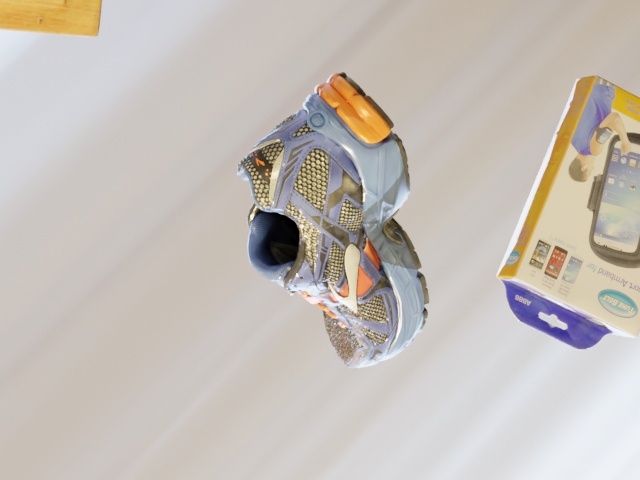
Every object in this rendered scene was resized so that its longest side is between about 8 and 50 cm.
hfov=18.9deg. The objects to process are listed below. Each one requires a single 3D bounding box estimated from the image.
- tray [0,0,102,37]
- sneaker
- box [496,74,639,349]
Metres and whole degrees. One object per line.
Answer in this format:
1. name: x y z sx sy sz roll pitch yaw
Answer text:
1. tray: -0.287 -0.200 0.763 0.076 0.411 0.202 -122 37 -67
2. sneaker: 0.000 0.000 1.058 0.083 0.087 0.221 52 164 37
3. box: 0.151 -0.011 1.033 0.081 0.136 0.028 25 170 -17
